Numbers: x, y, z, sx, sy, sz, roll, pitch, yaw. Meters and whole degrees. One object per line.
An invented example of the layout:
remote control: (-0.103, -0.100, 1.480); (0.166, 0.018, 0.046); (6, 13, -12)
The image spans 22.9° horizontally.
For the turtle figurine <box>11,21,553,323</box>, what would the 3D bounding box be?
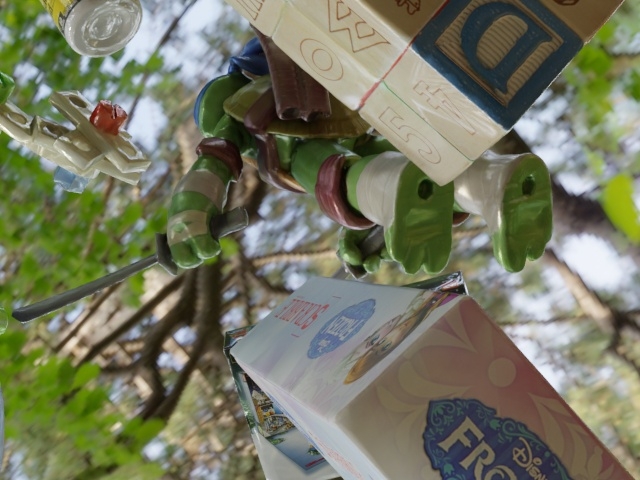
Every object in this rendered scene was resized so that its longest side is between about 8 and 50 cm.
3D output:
turtle figurine: (0.000, 0.000, 1.021); (0.198, 0.266, 0.274); (41, -108, -39)

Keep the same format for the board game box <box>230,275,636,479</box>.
board game box: (0.104, 0.152, 0.672); (0.066, 0.319, 0.318); (-43, -83, -7)

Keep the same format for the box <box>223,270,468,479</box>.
box: (0.042, 0.135, 1.495); (0.233, 0.044, 0.159); (-14, -71, 5)

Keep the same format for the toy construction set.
toy construction set: (-0.311, -0.024, 1.399); (0.151, 0.327, 0.215); (30, -163, -53)

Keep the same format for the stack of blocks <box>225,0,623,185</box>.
stack of blocks: (-0.006, -0.184, 0.562); (0.297, 0.087, 0.171); (41, -105, -1)

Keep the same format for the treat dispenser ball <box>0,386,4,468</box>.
treat dispenser ball: (-0.346, 0.123, 1.002); (0.288, 0.288, 0.288); (10, -114, -22)

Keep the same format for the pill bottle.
pill bottle: (-0.192, -0.203, 1.244); (0.065, 0.065, 0.116); (-14, -128, -30)
